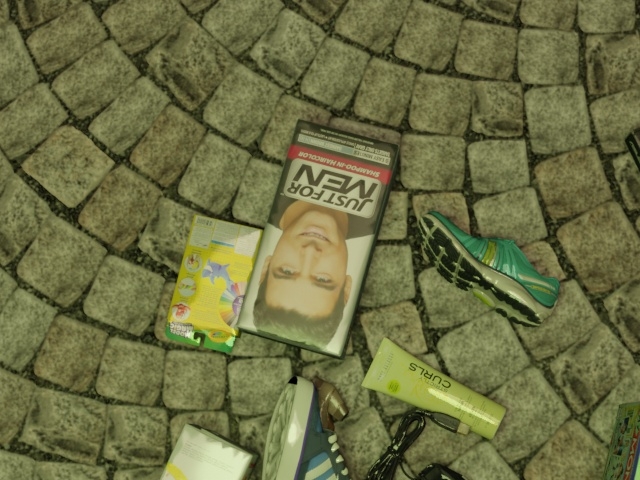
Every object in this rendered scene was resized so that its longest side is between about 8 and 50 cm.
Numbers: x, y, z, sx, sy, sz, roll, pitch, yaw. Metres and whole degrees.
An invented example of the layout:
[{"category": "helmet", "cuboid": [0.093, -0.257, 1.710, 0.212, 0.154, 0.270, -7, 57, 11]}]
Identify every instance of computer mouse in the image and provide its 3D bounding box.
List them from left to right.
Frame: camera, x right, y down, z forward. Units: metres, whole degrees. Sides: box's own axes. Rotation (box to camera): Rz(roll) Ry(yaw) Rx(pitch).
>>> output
[{"category": "computer mouse", "cuboid": [0.223, 0.395, 1.777, 0.262, 0.060, 0.184, 27, 92, 17]}]

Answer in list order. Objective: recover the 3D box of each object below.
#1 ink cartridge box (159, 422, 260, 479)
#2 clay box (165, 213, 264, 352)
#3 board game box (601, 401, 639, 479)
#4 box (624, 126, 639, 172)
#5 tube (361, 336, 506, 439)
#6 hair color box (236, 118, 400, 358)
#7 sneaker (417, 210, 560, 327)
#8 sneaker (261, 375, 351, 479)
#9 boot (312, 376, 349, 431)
[{"category": "ink cartridge box", "cuboid": [-0.195, 0.406, 1.763, 0.127, 0.128, 0.176, 23, 82, 7]}, {"category": "clay box", "cuboid": [-0.184, 0.077, 1.862, 0.127, 0.053, 0.222, 13, 82, 5]}, {"category": "board game box", "cuboid": [0.482, 0.414, 1.686, 0.046, 0.213, 0.317, 15, 80, 6]}, {"category": "box", "cuboid": [0.686, -0.103, 1.850, 0.216, 0.060, 0.270, -21, 79, -2]}, {"category": "tube", "cuboid": [0.194, 0.259, 1.810, 0.240, 0.062, 0.070, 26, 47, 12]}, {"category": "hair color box", "cuboid": [0.000, 0.000, 1.837, 0.185, 0.113, 0.375, 15, 81, 5]}, {"category": "sneaker", "cuboid": [0.287, 0.038, 1.839, 0.275, 0.107, 0.110, 37, 64, 4]}, {"category": "sneaker", "cuboid": [0.030, 0.397, 1.750, 0.236, 0.130, 0.323, 11, 83, -15]}, {"category": "boot", "cuboid": [-0.011, 0.297, 1.823, 0.087, 0.042, 0.118, 41, 87, 17]}]
